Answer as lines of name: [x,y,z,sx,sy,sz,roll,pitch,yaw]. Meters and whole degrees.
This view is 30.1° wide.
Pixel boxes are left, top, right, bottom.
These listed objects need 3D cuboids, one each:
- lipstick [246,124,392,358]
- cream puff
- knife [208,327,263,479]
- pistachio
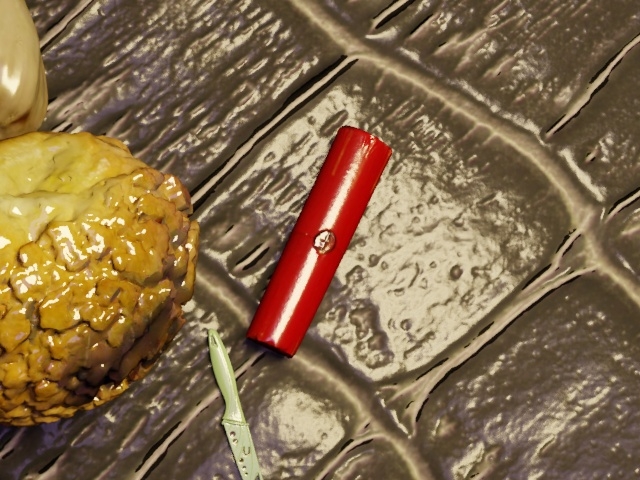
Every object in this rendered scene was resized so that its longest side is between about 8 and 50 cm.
lipstick: [-0.001,-0.001,1.387,0.073,0.073,0.279,25,79,0]
cream puff: [-0.272,0.049,1.223,0.231,0.343,0.327,39,97,23]
knife: [-0.102,0.202,1.374,0.030,0.014,0.207,-16,83,-9]
pistachio: [-0.374,-0.213,1.367,0.129,0.131,0.206,-15,75,35]
